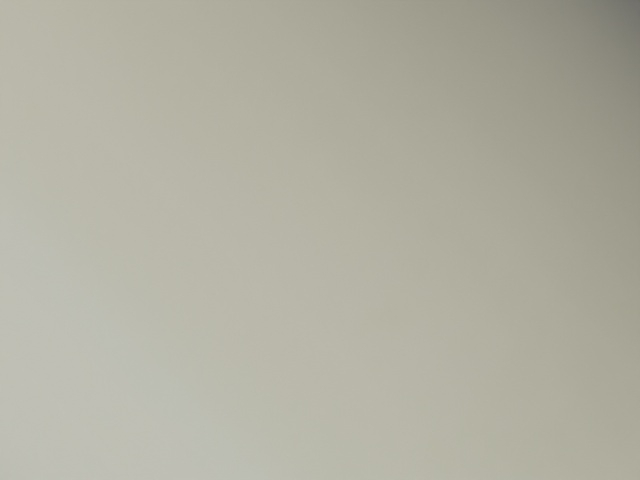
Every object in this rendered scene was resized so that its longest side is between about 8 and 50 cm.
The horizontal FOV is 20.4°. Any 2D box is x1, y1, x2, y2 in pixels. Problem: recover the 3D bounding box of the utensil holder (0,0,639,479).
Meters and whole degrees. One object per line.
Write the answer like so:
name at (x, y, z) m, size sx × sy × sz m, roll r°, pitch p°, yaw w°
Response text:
utensil holder at (0.000, 0.000, 0.629) m, size 0.385 × 0.327 × 0.327 m, roll 43°, pitch -150°, yaw 6°
